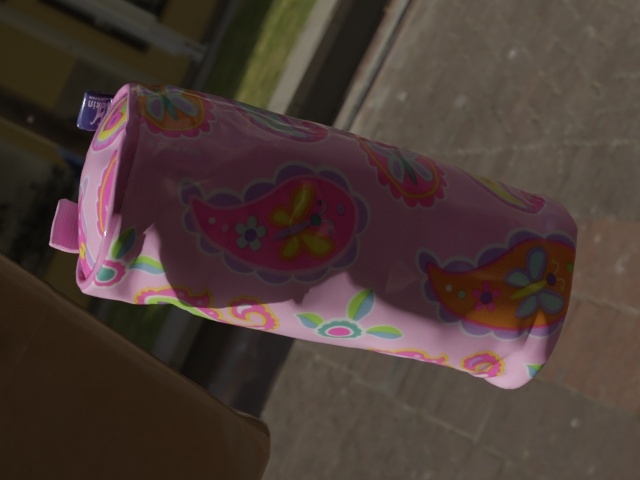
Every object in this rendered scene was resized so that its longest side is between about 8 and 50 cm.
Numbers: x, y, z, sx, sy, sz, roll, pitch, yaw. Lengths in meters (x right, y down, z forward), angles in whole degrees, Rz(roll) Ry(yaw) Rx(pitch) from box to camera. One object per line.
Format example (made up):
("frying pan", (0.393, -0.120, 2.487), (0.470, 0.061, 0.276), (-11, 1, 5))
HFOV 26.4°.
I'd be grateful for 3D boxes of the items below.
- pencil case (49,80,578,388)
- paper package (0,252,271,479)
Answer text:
("pencil case", (0.000, 0.000, 0.761), (0.124, 0.284, 0.124), (-167, 90, -72))
("paper package", (-0.211, 0.148, 0.512), (0.168, 0.309, 0.325), (6, 65, 41))
